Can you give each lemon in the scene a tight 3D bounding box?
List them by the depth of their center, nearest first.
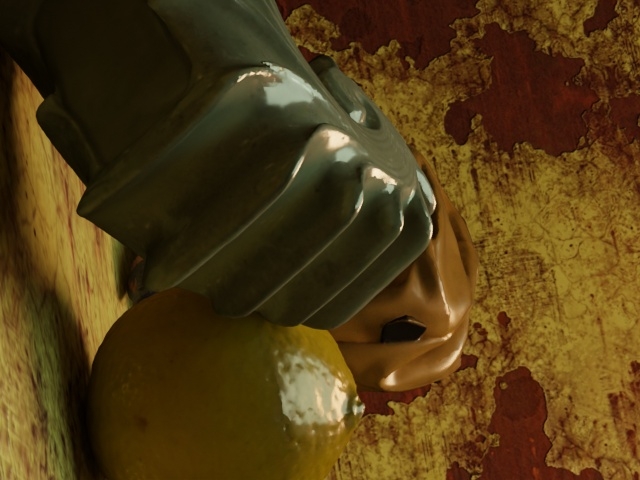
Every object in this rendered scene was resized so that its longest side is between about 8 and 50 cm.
[{"bbox_3d":[-0.068,0.116,1.158,0.178,0.203,0.178,2,90,-76],"label":"lemon"}]

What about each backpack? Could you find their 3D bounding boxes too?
[{"bbox_3d":[-0.003,0.005,1.780,0.378,0.353,0.201,-99,-167,-54],"label":"backpack"}]

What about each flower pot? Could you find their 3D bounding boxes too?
[{"bbox_3d":[-0.086,-0.114,1.102,0.254,0.164,0.367,16,38,-57],"label":"flower pot"}]

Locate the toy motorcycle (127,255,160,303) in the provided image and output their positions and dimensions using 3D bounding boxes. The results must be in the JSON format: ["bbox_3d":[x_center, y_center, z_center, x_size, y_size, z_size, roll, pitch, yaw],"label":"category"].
[{"bbox_3d":[-0.113,-0.015,1.535,0.173,0.108,0.307,39,29,-29],"label":"toy motorcycle"}]
